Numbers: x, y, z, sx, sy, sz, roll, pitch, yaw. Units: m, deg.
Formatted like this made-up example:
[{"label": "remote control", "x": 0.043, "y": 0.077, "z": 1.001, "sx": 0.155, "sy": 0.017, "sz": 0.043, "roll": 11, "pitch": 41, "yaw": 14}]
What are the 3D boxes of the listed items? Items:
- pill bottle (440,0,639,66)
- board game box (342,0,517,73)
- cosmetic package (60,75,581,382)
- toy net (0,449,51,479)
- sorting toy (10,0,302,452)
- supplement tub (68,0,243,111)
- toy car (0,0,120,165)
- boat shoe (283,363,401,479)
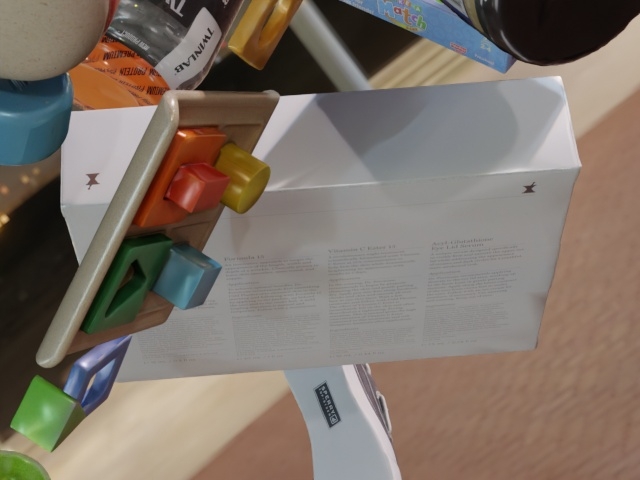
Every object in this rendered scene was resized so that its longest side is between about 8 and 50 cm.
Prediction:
[{"label": "pill bottle", "x": 0.085, "y": -0.200, "z": 0.815, "sx": 0.123, "sy": 0.123, "sz": 0.219, "roll": -38, "pitch": 49, "yaw": -4}, {"label": "board game box", "x": 0.117, "y": -0.222, "z": 1.035, "sx": 0.211, "sy": 0.160, "sz": 0.039, "roll": -50, "pitch": -24, "yaw": -30}, {"label": "cosmetic package", "x": 0.000, "y": 0.000, "z": 1.167, "sx": 0.377, "sy": 0.097, "sz": 0.284, "roll": -4, "pitch": -30, "yaw": -2}, {"label": "toy net", "x": -0.154, "y": 0.231, "z": 1.021, "sx": 0.122, "sy": 0.232, "sz": 0.045, "roll": -79, "pitch": 8, "yaw": -51}, {"label": "sorting toy", "x": -0.086, "y": -0.009, "z": 0.902, "sx": 0.347, "sy": 0.047, "sz": 0.196, "roll": -62, "pitch": -11, "yaw": 14}, {"label": "supplement tub", "x": -0.187, "y": -0.313, "z": 1.684, "sx": 0.207, "sy": 0.207, "sz": 0.338, "roll": -21, "pitch": 43, "yaw": 64}, {"label": "toy car", "x": -0.188, "y": -0.211, "z": 0.841, "sx": 0.238, "sy": 0.210, "sz": 0.219, "roll": -66, "pitch": -6, "yaw": -47}, {"label": "boat shoe", "x": 0.040, "y": 0.230, "z": 1.701, "sx": 0.108, "sy": 0.301, "sz": 0.102, "roll": -35, "pitch": -29, "yaw": 23}]
